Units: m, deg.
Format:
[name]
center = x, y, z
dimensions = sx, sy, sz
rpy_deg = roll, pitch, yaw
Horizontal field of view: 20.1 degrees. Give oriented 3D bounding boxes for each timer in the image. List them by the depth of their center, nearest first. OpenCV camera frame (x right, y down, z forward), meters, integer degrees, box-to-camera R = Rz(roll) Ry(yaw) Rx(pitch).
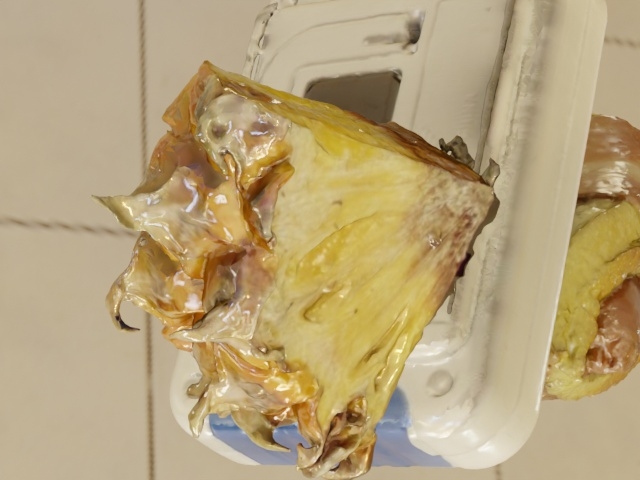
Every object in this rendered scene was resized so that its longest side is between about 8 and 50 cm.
[timer]
center = 0.028, -0.022, 0.836
dimensions = 0.078, 0.178, 0.253
rpy_deg = 39, 55, -48

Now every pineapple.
[pineapple]
center = 0.000, 0.000, 0.518
dimensions = 0.116, 0.137, 0.069
rpy_deg = -34, 53, -23

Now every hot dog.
[hot dog]
center = 0.158, 0.004, 0.987
dimensions = 0.093, 0.123, 0.261
rpy_deg = -3, 33, 12
